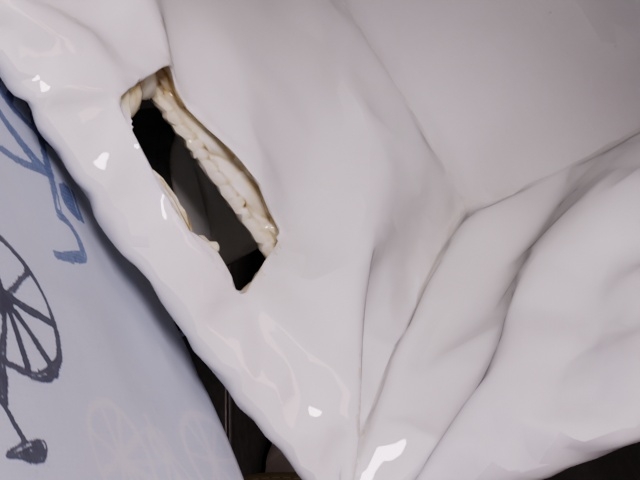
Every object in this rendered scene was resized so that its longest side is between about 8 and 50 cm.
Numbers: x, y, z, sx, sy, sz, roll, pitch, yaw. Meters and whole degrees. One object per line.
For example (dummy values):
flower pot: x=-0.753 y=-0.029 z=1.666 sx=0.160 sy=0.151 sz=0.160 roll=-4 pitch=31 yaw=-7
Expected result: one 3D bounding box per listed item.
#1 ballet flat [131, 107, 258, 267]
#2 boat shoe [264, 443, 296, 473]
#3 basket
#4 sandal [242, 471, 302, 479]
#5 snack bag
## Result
ballet flat: x=-0.052 y=-0.036 z=0.731 sx=0.280 sy=0.096 sz=0.095 roll=-46 pitch=119 yaw=-68
boat shoe: x=0.049 y=0.187 z=0.737 sx=0.340 sy=0.158 sz=0.127 roll=-73 pitch=142 yaw=-58
basket: x=0.084 y=-0.116 z=0.568 sx=0.328 sy=0.331 sz=0.266 roll=55 pitch=28 yaw=-14
sandal: x=-0.058 y=0.187 z=0.598 sx=0.240 sy=0.088 sz=0.079 roll=-39 pitch=137 yaw=-63
snack bag: x=-0.122 y=0.004 z=0.450 sx=0.342 sy=0.037 sz=0.323 roll=63 pitch=10 yaw=14
